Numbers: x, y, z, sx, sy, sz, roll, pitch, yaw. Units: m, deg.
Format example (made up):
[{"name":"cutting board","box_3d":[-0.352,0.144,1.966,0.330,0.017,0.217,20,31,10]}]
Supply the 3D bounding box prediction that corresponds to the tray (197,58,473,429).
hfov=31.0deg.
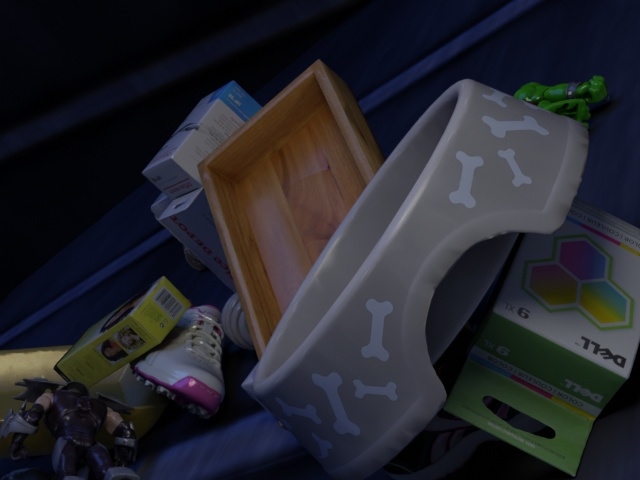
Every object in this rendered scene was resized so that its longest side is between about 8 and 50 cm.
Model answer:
[{"name":"tray","box_3d":[0.000,0.000,1.266,0.203,0.076,0.411,-39,45,17]}]

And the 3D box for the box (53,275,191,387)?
[{"name":"box","box_3d":[-0.273,0.131,1.575,0.232,0.058,0.087,-33,15,44]}]

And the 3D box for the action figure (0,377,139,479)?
[{"name":"action figure","box_3d":[-0.306,0.266,1.455,0.285,0.185,0.099,-123,47,-56]}]

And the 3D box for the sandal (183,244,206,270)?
[{"name":"sandal","box_3d":[-0.217,0.017,2.171,0.240,0.088,0.079,-92,18,-79]}]

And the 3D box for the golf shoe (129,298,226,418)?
[{"name":"golf shoe","box_3d":[-0.179,0.149,1.556,0.140,0.115,0.306,-58,18,-6]}]

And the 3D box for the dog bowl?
[{"name":"dog bowl","box_3d":[0.069,0.021,0.935,0.348,0.102,0.349,-55,6,9]}]

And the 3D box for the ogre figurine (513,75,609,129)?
[{"name":"ogre figurine","box_3d":[0.227,-0.129,1.327,0.197,0.097,0.118,-55,27,2]}]

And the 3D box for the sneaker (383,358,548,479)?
[{"name":"sneaker","box_3d":[0.109,0.135,0.950,0.178,0.077,0.072,-35,16,33]}]

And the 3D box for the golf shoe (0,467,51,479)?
[{"name":"golf shoe","box_3d":[-0.464,0.377,1.811,0.176,0.069,0.086,-29,15,41]}]

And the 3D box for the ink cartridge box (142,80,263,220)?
[{"name":"ink cartridge box","box_3d":[-0.163,-0.116,1.505,0.180,0.060,0.104,-55,19,-26]}]

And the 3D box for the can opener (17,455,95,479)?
[{"name":"can opener","box_3d":[-0.370,0.320,1.657,0.076,0.095,0.283,-42,15,7]}]

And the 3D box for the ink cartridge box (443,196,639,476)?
[{"name":"ink cartridge box","box_3d":[0.182,0.061,0.874,0.209,0.109,0.062,-58,-7,-41]}]

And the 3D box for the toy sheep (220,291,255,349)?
[{"name":"toy sheep","box_3d":[-0.090,0.103,1.540,0.091,0.091,0.132,-49,19,-18]}]

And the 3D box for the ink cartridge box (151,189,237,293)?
[{"name":"ink cartridge box","box_3d":[-0.061,-0.052,1.607,0.306,0.226,0.131,-22,27,52]}]

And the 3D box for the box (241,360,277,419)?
[{"name":"box","box_3d":[0.030,0.068,1.361,0.324,0.063,0.067,-52,16,-29]}]

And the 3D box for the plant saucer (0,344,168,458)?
[{"name":"plant saucer","box_3d":[-0.409,0.241,1.719,0.333,0.081,0.333,-4,12,-14]}]
